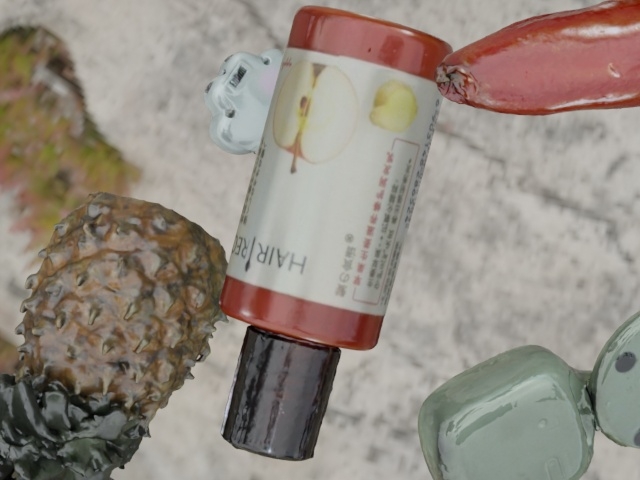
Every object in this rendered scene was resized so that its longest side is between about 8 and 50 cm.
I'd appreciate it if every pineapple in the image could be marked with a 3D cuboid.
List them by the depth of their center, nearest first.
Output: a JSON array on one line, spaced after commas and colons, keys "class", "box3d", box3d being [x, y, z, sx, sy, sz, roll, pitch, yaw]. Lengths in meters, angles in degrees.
[{"class": "pineapple", "box3d": [-0.171, 0.127, 1.355, 0.141, 0.310, 0.170, 11, 162, 40]}]

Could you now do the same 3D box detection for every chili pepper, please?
[{"class": "chili pepper", "box3d": [0.131, -0.088, 0.899, 0.088, 0.169, 0.065, 165, 96, -68]}]

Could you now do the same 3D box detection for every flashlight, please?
[{"class": "flashlight", "box3d": [-0.008, -0.072, 1.502, 0.200, 0.093, 0.047, 39, 158, -20]}]

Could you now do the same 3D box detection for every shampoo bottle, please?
[{"class": "shampoo bottle", "box3d": [0.000, 0.000, 1.168, 0.104, 0.104, 0.278, 15, 91, 5]}]

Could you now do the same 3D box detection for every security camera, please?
[{"class": "security camera", "box3d": [0.230, 0.135, 1.620, 0.301, 0.080, 0.157, -25, 124, -6]}]
